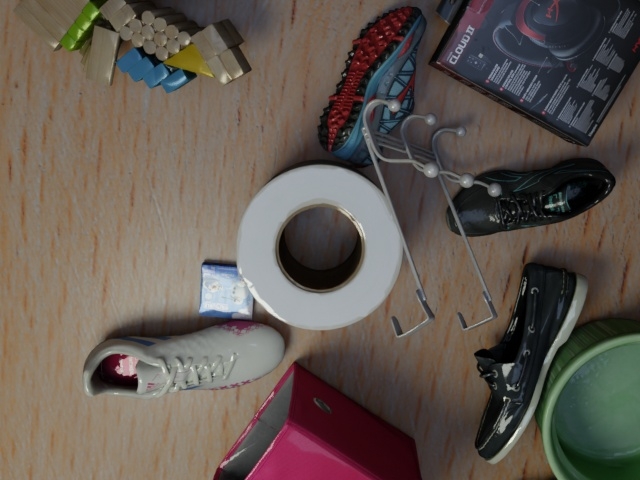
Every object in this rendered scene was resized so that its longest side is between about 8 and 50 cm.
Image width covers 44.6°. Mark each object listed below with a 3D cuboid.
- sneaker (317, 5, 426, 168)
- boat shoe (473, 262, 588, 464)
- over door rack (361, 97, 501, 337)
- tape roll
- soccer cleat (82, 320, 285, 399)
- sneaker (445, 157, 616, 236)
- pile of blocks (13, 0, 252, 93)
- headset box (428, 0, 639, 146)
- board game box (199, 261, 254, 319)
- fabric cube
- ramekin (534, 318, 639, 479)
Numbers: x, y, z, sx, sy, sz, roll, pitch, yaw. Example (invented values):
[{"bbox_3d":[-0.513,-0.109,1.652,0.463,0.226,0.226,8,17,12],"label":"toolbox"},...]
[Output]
[{"bbox_3d":[0.095,-0.234,1.211,0.125,0.104,0.262,31,87,-42],"label":"sneaker"},{"bbox_3d":[0.308,0.191,1.263,0.113,0.127,0.340,24,99,-2],"label":"boat shoe"},{"bbox_3d":[0.178,-0.032,1.117,0.108,0.239,0.324,-15,77,33],"label":"over door rack"},{"bbox_3d":[0.000,0.000,1.204,0.246,0.169,0.246,0,99,1],"label":"tape roll"},{"bbox_3d":[-0.223,0.208,1.267,0.331,0.143,0.116,-7,101,2],"label":"soccer cleat"},{"bbox_3d":[0.327,-0.068,1.222,0.267,0.106,0.101,-18,102,6],"label":"sneaker"},{"bbox_3d":[-0.272,-0.307,1.190,0.362,0.112,0.149,23,113,4],"label":"pile of blocks"},{"bbox_3d":[0.318,-0.306,1.170,0.293,0.110,0.218,27,100,-4],"label":"headset box"},{"bbox_3d":[-0.155,0.084,1.304,0.090,0.020,0.090,4,103,0],"label":"board game box"},{"bbox_3d":[-0.010,0.397,1.245,0.258,0.254,0.259,34,100,-5],"label":"fabric cube"},{"bbox_3d":[0.493,0.273,1.264,0.303,0.148,0.303,0,101,1],"label":"ramekin"}]
